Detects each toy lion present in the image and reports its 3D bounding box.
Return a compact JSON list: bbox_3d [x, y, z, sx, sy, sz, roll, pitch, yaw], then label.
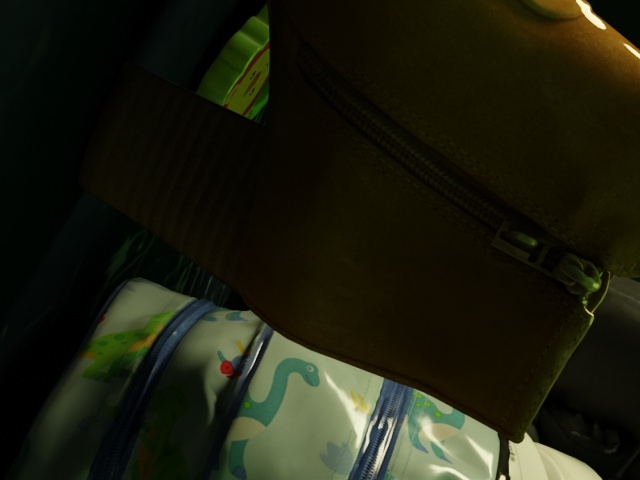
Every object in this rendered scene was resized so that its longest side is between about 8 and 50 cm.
[{"bbox_3d":[-0.031,-0.079,0.855,0.096,0.034,0.100,-56,174,-8],"label":"toy lion"}]

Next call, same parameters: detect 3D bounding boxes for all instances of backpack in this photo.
[{"bbox_3d":[-0.061,0.185,0.812,0.355,0.273,0.290,-40,-170,41],"label":"backpack"}]

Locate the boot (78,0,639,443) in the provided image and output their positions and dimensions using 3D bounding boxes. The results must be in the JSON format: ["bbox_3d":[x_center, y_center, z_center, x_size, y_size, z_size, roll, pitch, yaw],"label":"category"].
[{"bbox_3d":[0.060,-0.092,0.679,0.295,0.211,0.104,-65,175,8],"label":"boot"}]

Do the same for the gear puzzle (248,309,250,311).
[{"bbox_3d":[0.000,0.000,1.445,0.339,0.044,0.175,-55,165,-37],"label":"gear puzzle"}]

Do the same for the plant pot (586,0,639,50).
[{"bbox_3d":[0.183,-0.170,1.022,0.235,0.293,0.293,-58,173,-32],"label":"plant pot"}]

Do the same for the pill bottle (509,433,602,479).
[{"bbox_3d":[0.036,0.161,1.126,0.160,0.283,0.160,-32,-133,42],"label":"pill bottle"}]

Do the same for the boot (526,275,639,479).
[{"bbox_3d":[0.173,0.167,1.332,0.146,0.445,0.367,-52,163,-41],"label":"boot"}]
